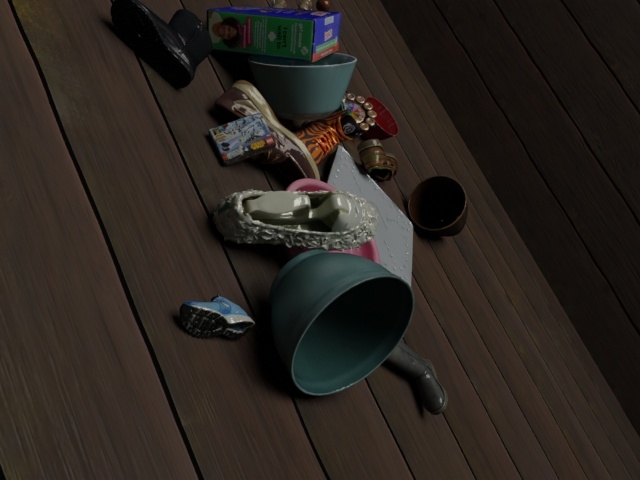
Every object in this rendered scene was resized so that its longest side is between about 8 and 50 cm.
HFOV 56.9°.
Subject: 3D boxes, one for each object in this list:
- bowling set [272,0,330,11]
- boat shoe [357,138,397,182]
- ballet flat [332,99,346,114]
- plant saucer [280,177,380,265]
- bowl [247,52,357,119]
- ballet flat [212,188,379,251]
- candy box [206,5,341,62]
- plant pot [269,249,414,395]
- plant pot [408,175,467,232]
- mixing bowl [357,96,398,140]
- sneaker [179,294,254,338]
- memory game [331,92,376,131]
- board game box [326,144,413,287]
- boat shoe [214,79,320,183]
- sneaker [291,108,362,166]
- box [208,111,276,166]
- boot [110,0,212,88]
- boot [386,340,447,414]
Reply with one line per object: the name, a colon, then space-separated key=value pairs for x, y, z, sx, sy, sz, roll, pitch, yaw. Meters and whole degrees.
bowling set: x=-0.029 y=-0.833 z=2.220 sx=0.287 sy=0.200 sz=0.154 roll=46 pitch=28 yaw=-26
boat shoe: x=0.200 y=-0.248 z=2.031 sx=0.307 sy=0.111 sz=0.104 roll=19 pitch=55 yaw=-65
ballet flat: x=0.020 y=-0.541 z=2.077 sx=0.241 sy=0.091 sz=0.077 roll=51 pitch=43 yaw=-6
plant saucer: x=0.011 y=0.003 z=1.482 sx=0.332 sy=0.084 sz=0.332 roll=31 pitch=41 yaw=-31
bowl: x=-0.054 y=-0.449 z=1.715 sx=0.311 sy=0.312 sz=0.163 roll=-55 pitch=151 yaw=-60
ballet flat: x=-0.026 y=-0.053 z=1.292 sx=0.409 sy=0.147 sz=0.147 roll=-2 pitch=59 yaw=-27
candy box: x=-0.126 y=-0.602 z=1.698 sx=0.268 sy=0.317 sz=0.122 roll=-52 pitch=148 yaw=-61
plant pot: x=0.015 y=0.140 z=1.205 sx=0.293 sy=0.293 sz=0.196 roll=21 pitch=16 yaw=-47
plant pot: x=0.469 y=-0.101 z=2.242 sx=0.230 sy=0.215 sz=0.215 roll=38 pitch=30 yaw=-58
mixing bowl: x=0.203 y=-0.449 z=2.262 sx=0.181 sy=0.098 sz=0.181 roll=33 pitch=38 yaw=-30
sneaker: x=-0.198 y=0.136 z=1.083 sx=0.162 sy=0.063 sz=0.073 roll=25 pitch=23 yaw=-51
memory game: x=0.116 y=-0.464 z=2.134 sx=0.186 sy=0.012 sz=0.186 roll=7 pitch=58 yaw=-12
board game box: x=0.145 y=-0.065 z=1.824 sx=0.390 sy=0.050 sz=0.390 roll=45 pitch=30 yaw=-20
boat shoe: x=-0.141 y=-0.245 z=1.525 sx=0.342 sy=0.123 sz=0.123 roll=52 pitch=57 yaw=-18
sneaker: x=0.019 y=-0.304 z=1.719 sx=0.124 sy=0.180 sz=0.321 roll=61 pitch=24 yaw=-27
box: x=-0.188 y=-0.245 z=1.425 sx=0.137 sy=0.027 sz=0.094 roll=-23 pitch=78 yaw=-18
boot: x=-0.375 y=-0.509 z=1.426 sx=0.246 sy=0.094 sz=0.207 roll=47 pitch=32 yaw=-31
boot: x=0.228 y=0.330 z=1.511 sx=0.208 sy=0.076 sz=0.189 roll=45 pitch=15 yaw=-34
